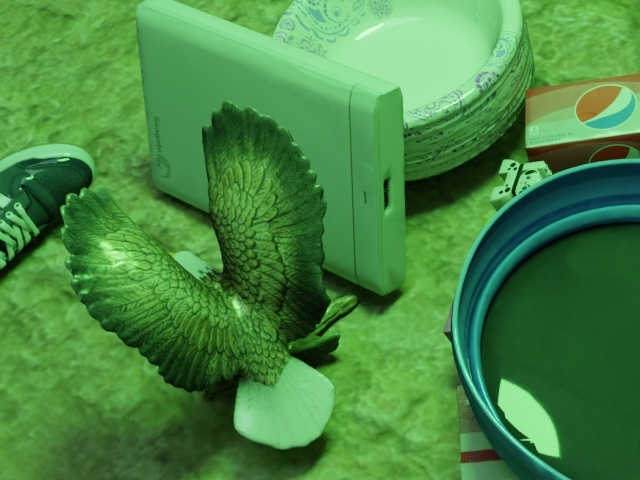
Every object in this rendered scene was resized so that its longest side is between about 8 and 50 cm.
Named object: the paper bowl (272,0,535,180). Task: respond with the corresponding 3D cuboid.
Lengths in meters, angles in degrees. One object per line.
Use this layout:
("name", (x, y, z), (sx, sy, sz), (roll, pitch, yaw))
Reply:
("paper bowl", (0.095, -0.179, 2.039), (0.284, 0.148, 0.284), (-10, 47, 11))

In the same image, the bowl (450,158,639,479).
("bowl", (0.313, 0.098, 1.700), (0.391, 0.077, 0.391), (1, 53, -1))

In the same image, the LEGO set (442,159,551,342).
("LEGO set", (0.212, 0.024, 1.857), (0.093, 0.087, 0.227), (-7, 47, 35))

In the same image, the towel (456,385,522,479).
("towel", (0.247, 0.259, 1.681), (0.237, 0.037, 0.329), (-8, 50, 11))

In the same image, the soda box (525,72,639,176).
("soda box", (0.349, -0.119, 1.937), (0.263, 0.083, 0.092), (-8, 48, 14))

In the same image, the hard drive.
("hard drive", (-0.056, -0.105, 1.964), (0.353, 0.233, 0.047), (25, 41, 38))

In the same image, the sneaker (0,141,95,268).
("sneaker", (-0.374, 0.004, 2.081), (0.282, 0.099, 0.153), (-25, 41, 7))

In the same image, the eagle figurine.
("eagle figurine", (-0.098, 0.046, 1.809), (0.225, 0.298, 0.226), (5, 52, 23))
